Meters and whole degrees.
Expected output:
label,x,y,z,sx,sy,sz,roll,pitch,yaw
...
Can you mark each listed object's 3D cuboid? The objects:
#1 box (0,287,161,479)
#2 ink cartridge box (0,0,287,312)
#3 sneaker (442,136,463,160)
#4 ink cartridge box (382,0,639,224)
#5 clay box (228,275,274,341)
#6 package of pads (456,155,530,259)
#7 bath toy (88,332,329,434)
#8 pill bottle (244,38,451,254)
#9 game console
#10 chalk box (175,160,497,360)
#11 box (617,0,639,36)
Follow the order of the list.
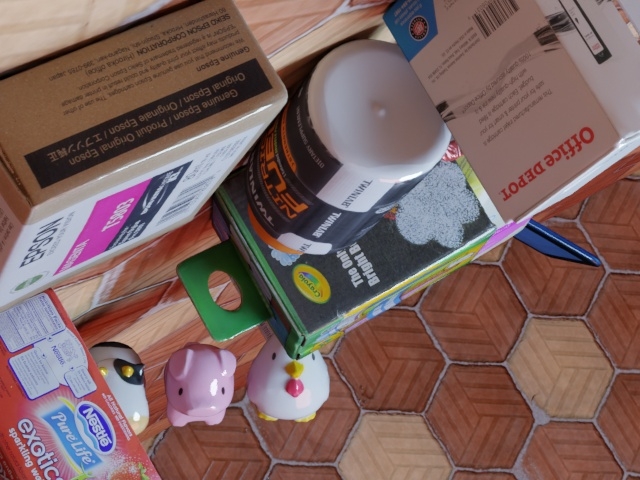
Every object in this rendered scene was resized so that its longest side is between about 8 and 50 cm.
label,x,y,z,sx,sy,sz,roll,pitch,yaw
box,-0.265,0.193,1.544,0.128,0.257,0.122,-25,169,-33
ink cartridge box,-0.152,-0.050,1.077,0.193,0.088,0.234,-28,172,-27
sneaker,0.125,-0.169,1.484,0.221,0.087,0.128,-45,-145,-24
ink cartridge box,0.161,-0.137,1.256,0.086,0.203,0.148,-24,170,-39
clay box,-0.012,0.015,1.846,0.053,0.127,0.222,-23,169,-48
package of pads,0.201,-0.091,1.874,0.229,0.101,0.296,-26,156,-41
bath toy,-0.156,0.152,1.806,0.348,0.151,0.129,-3,124,-13
pill bottle,0.011,-0.067,1.409,0.130,0.130,0.246,-27,171,-27
game console,0.238,0.018,2.409,0.250,0.173,0.293,-30,-175,-6
chalk box,0.000,0.000,1.620,0.289,0.180,0.179,-28,172,-9
box,0.401,-0.228,1.529,0.168,0.215,0.345,-34,172,19
